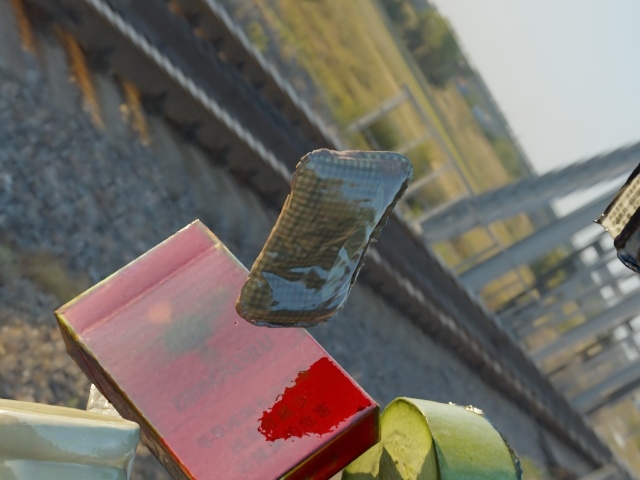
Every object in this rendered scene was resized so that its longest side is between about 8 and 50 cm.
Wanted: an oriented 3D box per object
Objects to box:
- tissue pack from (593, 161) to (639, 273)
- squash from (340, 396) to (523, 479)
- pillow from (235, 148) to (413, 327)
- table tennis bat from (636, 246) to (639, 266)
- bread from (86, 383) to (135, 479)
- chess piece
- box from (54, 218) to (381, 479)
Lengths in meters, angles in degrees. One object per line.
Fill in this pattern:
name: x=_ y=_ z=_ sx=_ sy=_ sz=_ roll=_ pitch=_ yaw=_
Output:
tissue pack: x=0.505 y=-0.085 z=1.602 sx=0.259 sy=0.361 sz=0.122 roll=26 pitch=20 yaw=-21
squash: x=0.092 y=0.269 z=1.535 sx=0.133 sy=0.220 sz=0.220 roll=10 pitch=43 yaw=-42
pillow: x=0.002 y=0.001 z=1.430 sx=0.135 sy=0.211 sz=0.034 roll=-1 pitch=38 yaw=-37
table tennis bat: x=0.416 y=-0.008 z=1.453 sx=0.150 sy=0.236 sz=0.027 roll=10 pitch=65 yaw=-38
bread: x=-0.286 y=0.280 z=1.987 sx=0.105 sy=0.077 sz=0.152 roll=-87 pitch=-168 yaw=-55
chess piece: x=-0.244 y=0.284 z=1.211 sx=0.167 sy=0.167 sz=0.299 roll=28 pitch=69 yaw=-77
box: x=-0.110 y=0.144 z=1.569 sx=0.313 sy=0.197 sz=0.089 roll=45 pitch=-21 yaw=27
